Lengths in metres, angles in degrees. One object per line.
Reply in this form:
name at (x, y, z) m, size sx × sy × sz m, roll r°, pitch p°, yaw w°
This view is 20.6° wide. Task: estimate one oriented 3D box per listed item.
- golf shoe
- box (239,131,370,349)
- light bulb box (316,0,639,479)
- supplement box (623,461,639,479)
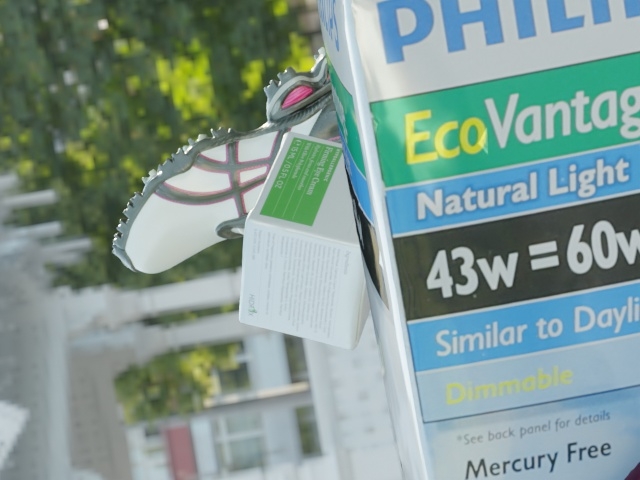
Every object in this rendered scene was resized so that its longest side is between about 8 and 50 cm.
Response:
golf shoe at (-0.046, -0.040, 1.404) m, size 0.120 × 0.273 × 0.105 m, roll 58°, pitch -165°, yaw 16°
box at (0.000, 0.000, 1.208) m, size 0.101 × 0.087 × 0.102 m, roll -68°, pitch -11°, yaw -46°
light bulb box at (0.199, -0.006, 0.904) m, size 0.225 × 0.357 × 0.361 m, roll -110°, pitch 8°, yaw -74°
supplement box at (0.198, 0.188, 0.752) m, size 0.104 × 0.188 × 0.081 m, roll -64°, pitch 0°, yaw -44°
